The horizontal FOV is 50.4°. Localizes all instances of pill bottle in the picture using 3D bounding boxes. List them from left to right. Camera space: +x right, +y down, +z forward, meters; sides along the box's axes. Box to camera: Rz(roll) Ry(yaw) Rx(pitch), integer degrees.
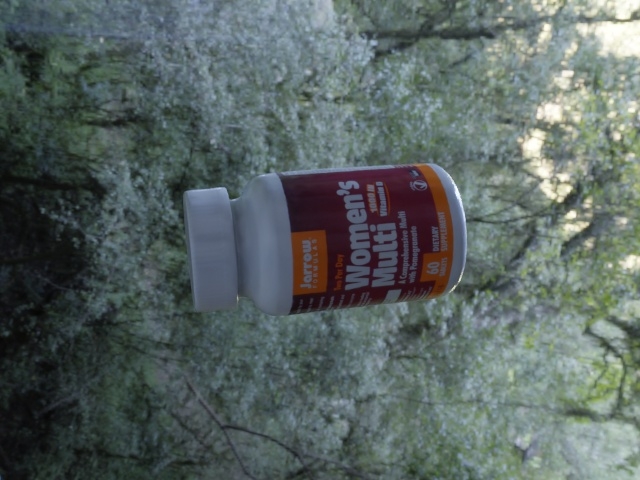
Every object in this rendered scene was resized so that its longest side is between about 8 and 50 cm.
[{"bbox_3d":[0.000,0.000,0.578,0.121,0.221,0.121,175,-90,-77],"label":"pill bottle"}]
